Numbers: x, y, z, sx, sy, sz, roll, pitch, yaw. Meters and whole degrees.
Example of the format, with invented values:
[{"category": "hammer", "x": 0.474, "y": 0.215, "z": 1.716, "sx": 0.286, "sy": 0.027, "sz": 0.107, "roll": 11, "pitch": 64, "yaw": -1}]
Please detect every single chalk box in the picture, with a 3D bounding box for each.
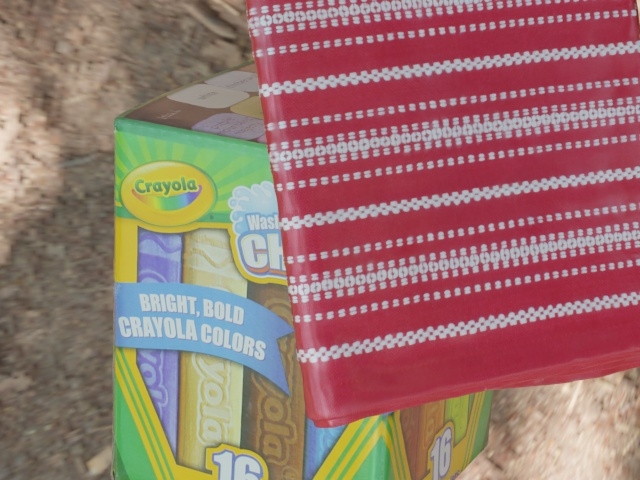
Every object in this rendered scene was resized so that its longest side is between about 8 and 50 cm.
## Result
[{"category": "chalk box", "x": 0.000, "y": 0.000, "z": 0.989, "sx": 0.179, "sy": 0.180, "sz": 0.289, "roll": 13, "pitch": 113, "yaw": 24}]

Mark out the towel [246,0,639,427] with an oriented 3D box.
[{"category": "towel", "x": 0.065, "y": -0.060, "z": 0.802, "sx": 0.199, "sy": 0.031, "sz": 0.275, "roll": -10, "pitch": 93, "yaw": -22}]
